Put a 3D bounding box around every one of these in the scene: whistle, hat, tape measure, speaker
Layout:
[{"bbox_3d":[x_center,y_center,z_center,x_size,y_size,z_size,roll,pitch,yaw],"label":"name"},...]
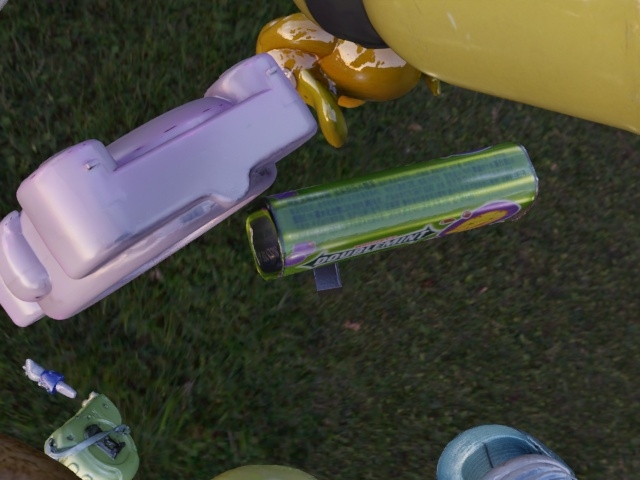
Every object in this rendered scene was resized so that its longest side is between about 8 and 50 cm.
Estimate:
[{"bbox_3d":[-0.362,0.186,1.302,0.083,0.033,0.029,28,46,7],"label":"whistle"},{"bbox_3d":[0.235,0.301,1.186,0.191,0.078,0.138,30,112,-26],"label":"hat"},{"bbox_3d":[-0.369,0.343,1.591,0.154,0.177,0.087,46,113,0],"label":"tape measure"},{"bbox_3d":[0.000,0.000,1.690,0.046,0.040,0.191,-10,70,-1],"label":"speaker"}]

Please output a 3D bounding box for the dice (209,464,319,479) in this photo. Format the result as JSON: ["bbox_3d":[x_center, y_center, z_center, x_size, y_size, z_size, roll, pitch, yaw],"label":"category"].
[{"bbox_3d":[-0.067,0.380,1.156,0.169,0.169,0.166,10,118,-27],"label":"dice"}]

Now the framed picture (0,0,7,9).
[{"bbox_3d":[-0.237,-0.217,0.636,0.211,0.020,0.289,31,84,38],"label":"framed picture"}]

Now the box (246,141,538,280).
[{"bbox_3d":[0.087,-0.034,1.197,0.345,0.134,0.097,-13,79,-19],"label":"box"}]

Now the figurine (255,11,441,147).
[{"bbox_3d":[0.038,-0.247,1.317,0.228,0.215,0.215,-32,85,3],"label":"figurine"}]

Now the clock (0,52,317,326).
[{"bbox_3d":[-0.178,-0.034,0.952,0.295,0.322,0.113,-36,93,-37],"label":"clock"}]

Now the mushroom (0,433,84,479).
[{"bbox_3d":[-0.216,0.250,0.541,0.278,0.163,0.297,20,103,-4],"label":"mushroom"}]

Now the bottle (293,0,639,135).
[{"bbox_3d":[0.120,-0.181,0.644,0.351,0.171,0.171,24,68,40],"label":"bottle"}]

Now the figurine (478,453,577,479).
[{"bbox_3d":[0.164,0.222,0.802,0.114,0.114,0.079,-26,87,-15],"label":"figurine"}]
